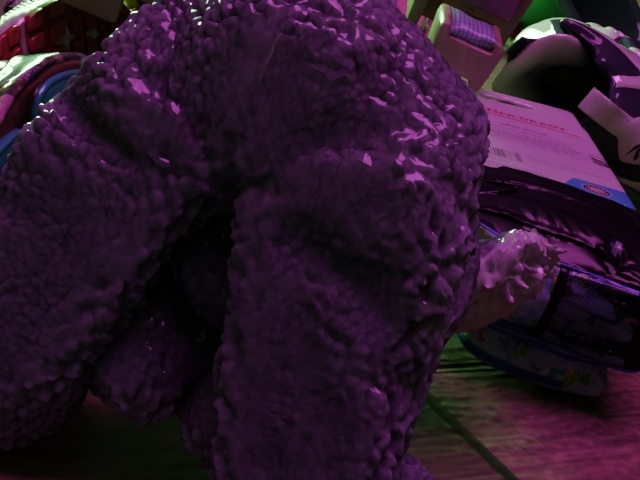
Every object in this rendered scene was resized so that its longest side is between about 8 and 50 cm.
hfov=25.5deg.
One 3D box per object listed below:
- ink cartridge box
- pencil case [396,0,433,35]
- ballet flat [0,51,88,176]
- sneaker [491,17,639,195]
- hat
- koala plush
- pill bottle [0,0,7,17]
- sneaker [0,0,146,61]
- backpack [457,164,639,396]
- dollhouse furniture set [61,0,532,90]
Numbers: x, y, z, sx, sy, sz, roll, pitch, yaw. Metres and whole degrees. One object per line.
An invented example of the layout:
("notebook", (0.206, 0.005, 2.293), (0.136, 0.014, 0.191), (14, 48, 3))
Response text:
("ink cartridge box", (0.116, -0.035, 0.862), (0.104, 0.060, 0.180), (14, 22, -8))
("pencil case", (0.036, -0.169, 1.088), (0.098, 0.095, 0.209), (35, 24, -4))
("ballet flat", (-0.163, -0.045, 0.671), (0.079, 0.077, 0.221), (11, 24, 7))
("sneaker", (0.174, -0.124, 1.032), (0.153, 0.094, 0.235), (29, 22, -36))
("hat", (0.188, -0.201, 1.361), (0.209, 0.183, 0.173), (60, 34, -4))
("koala plush", (0.000, 0.000, 0.554), (0.196, 0.203, 0.221), (25, 11, 18))
("pill bottle", (-0.267, -0.185, 0.889), (0.169, 0.094, 0.094), (31, 26, 32))
("sneaker", (-0.152, -0.110, 0.839), (0.092, 0.088, 0.225), (0, 18, 18))
("backpack", (0.107, 0.019, 0.693), (0.114, 0.084, 0.105), (22, 21, -1))
("dollhouse furniture set", (0.025, -0.208, 0.822), (0.286, 0.198, 0.303), (24, 27, -7))
